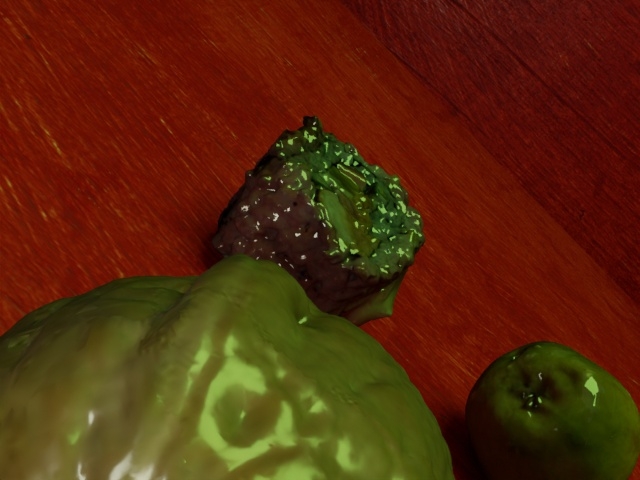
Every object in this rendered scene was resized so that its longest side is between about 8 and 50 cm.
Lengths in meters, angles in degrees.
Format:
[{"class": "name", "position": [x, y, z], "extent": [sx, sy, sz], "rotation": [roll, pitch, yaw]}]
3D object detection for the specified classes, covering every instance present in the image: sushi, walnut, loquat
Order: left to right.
[{"class": "walnut", "position": [-0.072, 0.153, 0.575], "extent": [0.333, 0.333, 0.332], "rotation": [39, 22, -19]}, {"class": "sushi", "position": [0.000, 0.000, 1.145], "extent": [0.236, 0.171, 0.270], "rotation": [46, 23, -2]}, {"class": "loquat", "position": [0.289, 0.241, 1.228], "extent": [0.246, 0.214, 0.213], "rotation": [61, 3, -48]}]
